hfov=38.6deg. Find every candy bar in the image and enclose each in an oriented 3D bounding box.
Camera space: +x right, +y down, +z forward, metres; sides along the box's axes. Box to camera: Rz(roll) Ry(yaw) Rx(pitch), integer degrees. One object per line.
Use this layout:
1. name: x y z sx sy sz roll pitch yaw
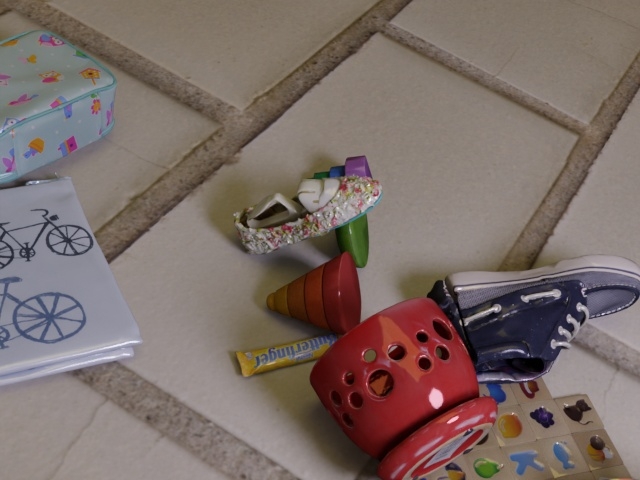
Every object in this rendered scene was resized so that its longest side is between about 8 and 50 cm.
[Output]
1. candy bar: -0.037 0.153 1.247 0.162 0.018 0.040 -10 52 -24

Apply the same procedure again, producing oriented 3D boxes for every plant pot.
1. plant pot: 0.106 0.192 1.124 0.191 0.191 0.174 -16 60 -29

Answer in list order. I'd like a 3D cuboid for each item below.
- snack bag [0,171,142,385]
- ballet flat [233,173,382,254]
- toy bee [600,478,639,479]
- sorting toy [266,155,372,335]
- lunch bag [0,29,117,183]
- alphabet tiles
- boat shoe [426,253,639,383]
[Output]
1. snack bag: -0.443 0.052 1.204 0.323 0.037 0.342 -12 50 -27
2. ballet flat: -0.028 -0.043 1.293 0.077 0.241 0.091 47 35 -30
3. toy bee: 0.453 0.316 1.099 0.299 0.162 0.195 -10 45 -11
4. sorting toy: 0.000 0.000 1.362 0.126 0.127 0.365 -6 40 14
5. lunch bag: -0.463 -0.209 1.385 0.224 0.107 0.279 31 44 24
6. alphabet tiles: 0.247 0.299 1.204 0.343 0.011 0.285 -5 50 -21
7. boat shoe: 0.334 0.123 1.321 0.341 0.127 0.158 -7 49 -11
